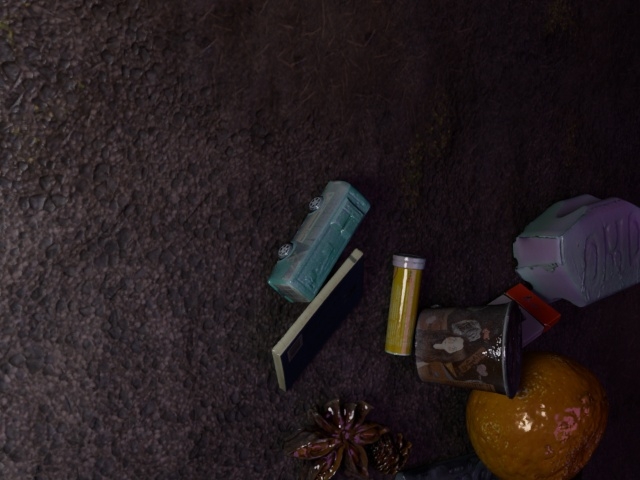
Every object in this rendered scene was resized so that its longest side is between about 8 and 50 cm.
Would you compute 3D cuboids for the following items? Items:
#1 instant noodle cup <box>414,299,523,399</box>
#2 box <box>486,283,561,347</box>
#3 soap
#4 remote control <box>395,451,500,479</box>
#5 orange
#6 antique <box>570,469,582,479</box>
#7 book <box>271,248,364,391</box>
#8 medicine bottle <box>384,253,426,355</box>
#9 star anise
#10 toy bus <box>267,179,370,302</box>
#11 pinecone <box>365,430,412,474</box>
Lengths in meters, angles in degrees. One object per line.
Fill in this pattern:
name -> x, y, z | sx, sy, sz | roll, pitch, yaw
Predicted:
instant noodle cup -> 0.329, 0.235, 1.829 | 0.217, 0.207, 0.217 | -1, 90, -67
box -> 0.460, 0.201, 2.016 | 0.245, 0.139, 0.035 | -26, 143, -32
soap -> 0.703, 0.020, 2.175 | 0.446, 0.156, 0.261 | -13, 105, -37
remote control -> 0.326, 0.580, 2.013 | 0.378, 0.044, 0.107 | 0, 100, -39
orange -> 0.507, 0.419, 1.971 | 0.341, 0.293, 0.340 | -28, 135, -32
antique -> 0.665, 0.607, 2.273 | 0.081, 0.080, 0.220 | -9, 100, -39
book -> 0.000, 0.160, 1.635 | 0.269, 0.025, 0.191 | -50, 160, -23
medicine bottle -> 0.184, 0.140, 1.818 | 0.074, 0.074, 0.218 | 3, 95, -40
star anise -> 0.030, 0.419, 1.719 | 0.214, 0.099, 0.220 | -49, 124, -7
toy bus -> 0.000, 0.000, 1.629 | 0.091, 0.109, 0.261 | 42, 69, -29
pinecone -> 0.145, 0.466, 1.814 | 0.109, 0.102, 0.102 | 15, 86, -36
